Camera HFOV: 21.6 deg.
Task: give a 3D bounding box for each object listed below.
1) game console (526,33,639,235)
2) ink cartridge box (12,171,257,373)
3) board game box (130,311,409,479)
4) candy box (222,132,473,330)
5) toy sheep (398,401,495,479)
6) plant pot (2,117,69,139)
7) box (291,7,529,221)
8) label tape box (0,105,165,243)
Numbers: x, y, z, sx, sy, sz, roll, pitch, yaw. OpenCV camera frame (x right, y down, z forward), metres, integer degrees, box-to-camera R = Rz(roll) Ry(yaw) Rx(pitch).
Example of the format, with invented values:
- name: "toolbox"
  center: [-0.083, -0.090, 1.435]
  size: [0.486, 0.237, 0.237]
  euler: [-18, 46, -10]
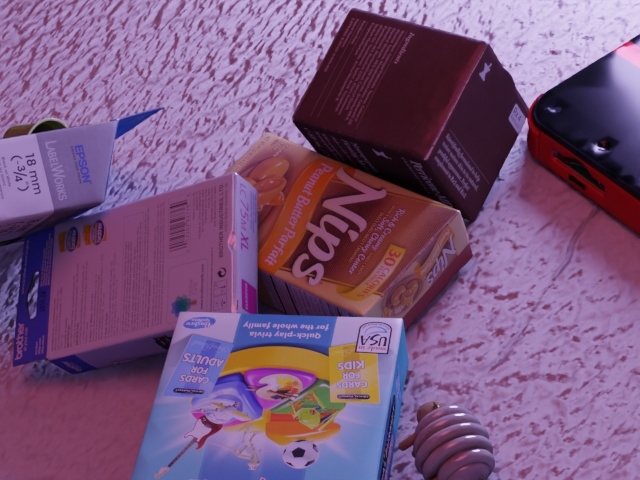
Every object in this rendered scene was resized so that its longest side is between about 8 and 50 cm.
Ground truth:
- name: "game console"
  center: [0.470, -0.133, 2.003]
  size: [0.342, 0.060, 0.386]
  euler: [-31, 44, -17]
- name: "ink cartridge box"
  center: [-0.218, 0.046, 1.982]
  size: [0.311, 0.065, 0.186]
  euler: [-14, 60, 23]
- name: "board game box"
  center: [-0.054, 0.220, 1.744]
  size: [0.253, 0.079, 0.336]
  euler: [1, 43, 11]
- name: "candy box"
  center: [0.000, 0.000, 1.999]
  size: [0.316, 0.088, 0.183]
  euler: [24, 60, 37]
- name: "toy sheep"
  center: [0.136, 0.220, 1.734]
  size: [0.091, 0.091, 0.132]
  euler: [-25, 57, -6]
- name: "plant pot"
  center: [-0.391, -0.127, 2.284]
  size: [0.079, 0.083, 0.083]
  euler: [9, 49, 44]
- name: "box"
  center: [0.110, -0.153, 2.029]
  size: [0.203, 0.168, 0.167]
  euler: [19, 74, 34]
- name: "label tape box"
  center: [-0.370, -0.061, 2.071]
  size: [0.333, 0.106, 0.240]
  euler: [-13, -4, -30]
